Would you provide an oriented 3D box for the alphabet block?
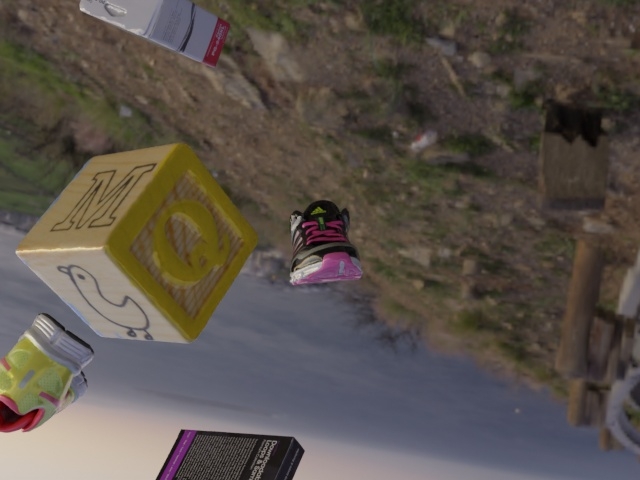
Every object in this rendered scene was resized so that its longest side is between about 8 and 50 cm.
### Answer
[{"bbox_3d":[-0.237,0.005,1.156,0.197,0.193,0.192,-3,137,41],"label":"alphabet block"}]

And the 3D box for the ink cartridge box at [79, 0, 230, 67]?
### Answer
[{"bbox_3d":[-0.195,-0.268,1.045,0.109,0.063,0.150,25,-174,21],"label":"ink cartridge box"}]

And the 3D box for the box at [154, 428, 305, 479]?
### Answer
[{"bbox_3d":[-0.104,0.251,0.888,0.162,0.116,0.029,-7,133,37],"label":"box"}]

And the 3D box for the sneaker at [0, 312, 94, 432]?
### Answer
[{"bbox_3d":[-0.272,0.137,0.809,0.081,0.094,0.208,34,152,-1],"label":"sneaker"}]

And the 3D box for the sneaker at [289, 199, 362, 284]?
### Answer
[{"bbox_3d":[0.000,0.000,0.795,0.063,0.075,0.170,-4,180,-4],"label":"sneaker"}]
